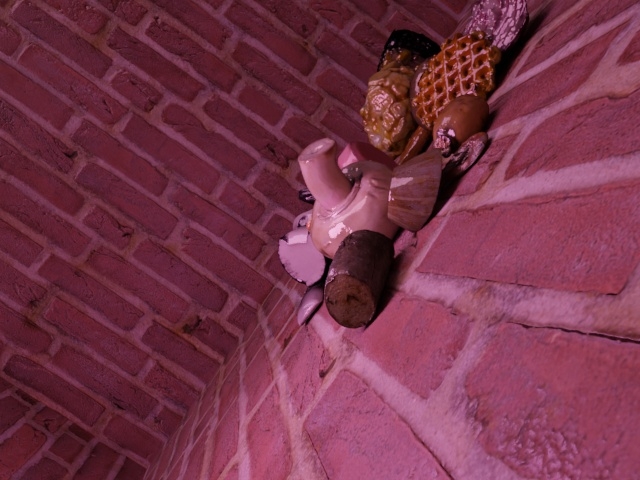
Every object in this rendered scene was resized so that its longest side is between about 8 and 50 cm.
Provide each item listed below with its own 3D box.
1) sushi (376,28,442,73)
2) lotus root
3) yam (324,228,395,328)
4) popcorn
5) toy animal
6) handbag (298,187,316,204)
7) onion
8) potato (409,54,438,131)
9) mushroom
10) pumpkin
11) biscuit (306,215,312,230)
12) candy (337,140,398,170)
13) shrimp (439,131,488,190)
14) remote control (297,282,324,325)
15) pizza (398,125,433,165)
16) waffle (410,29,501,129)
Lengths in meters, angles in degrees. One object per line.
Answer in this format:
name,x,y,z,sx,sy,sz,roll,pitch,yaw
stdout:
sushi,0.392,-0.719,2.602,0.329,0.328,0.285,-43,24,57
lotus root,0.350,-0.288,1.494,0.221,0.118,0.125,-51,-13,-21
yam,0.091,0.075,1.380,0.154,0.154,0.254,-51,5,34
popcorn,0.309,-0.499,2.245,0.292,0.293,0.334,-25,-32,-13
toy animal,0.000,0.000,2.113,0.251,0.251,0.310,-50,-3,40
handbag,0.082,-0.159,2.002,0.192,0.332,0.074,-8,82,42
onion,0.541,-0.619,1.799,0.314,0.146,0.280,-57,32,20
potato,0.379,-0.491,1.956,0.165,0.165,0.262,142,142,-70
mushroom,0.101,-0.117,1.669,0.315,0.315,0.355,-94,1,-80
pumpkin,0.219,-0.130,1.459,0.217,0.110,0.217,-172,90,-85
biscuit,0.067,-0.042,1.889,0.030,0.250,0.160,25,76,47
candy,0.172,-0.225,1.905,0.094,0.255,0.255,-52,6,26
shrimp,0.334,-0.185,1.409,0.190,0.042,0.101,-50,15,30
remote control,-0.039,0.204,2.079,0.109,0.055,0.313,-53,6,12
pizza,0.355,-0.355,2.081,0.246,0.058,0.127,-59,8,-25
waffle,0.405,-0.480,1.758,0.324,0.068,0.302,-63,34,14
